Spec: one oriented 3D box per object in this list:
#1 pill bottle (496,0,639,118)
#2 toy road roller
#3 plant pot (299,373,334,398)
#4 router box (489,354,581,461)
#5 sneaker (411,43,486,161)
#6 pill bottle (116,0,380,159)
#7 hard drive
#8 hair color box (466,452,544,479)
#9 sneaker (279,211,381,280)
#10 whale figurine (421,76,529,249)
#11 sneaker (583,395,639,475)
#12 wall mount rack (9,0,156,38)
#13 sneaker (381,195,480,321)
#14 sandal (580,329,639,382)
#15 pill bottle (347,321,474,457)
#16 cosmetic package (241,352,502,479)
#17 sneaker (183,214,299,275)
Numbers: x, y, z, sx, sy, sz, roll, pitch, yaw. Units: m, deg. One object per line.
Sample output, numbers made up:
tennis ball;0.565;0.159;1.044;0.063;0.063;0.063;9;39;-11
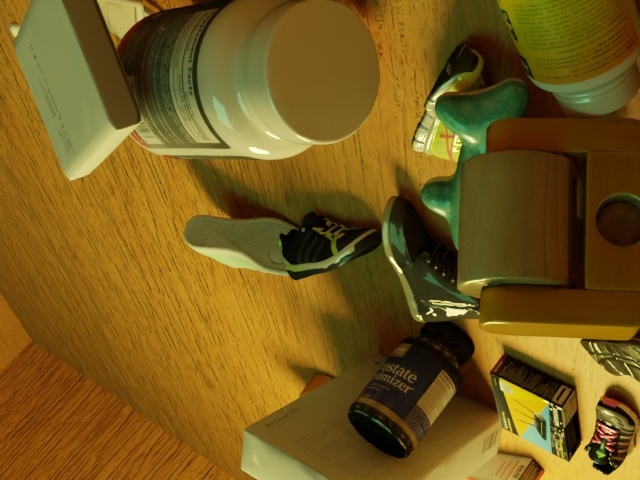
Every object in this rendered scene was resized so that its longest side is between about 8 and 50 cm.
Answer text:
pill bottle;0.230;-0.221;1.060;0.117;0.117;0.215;14;145;46
toy road roller;0.306;0.008;1.161;0.330;0.202;0.240;2;166;7
plant pot;0.010;0.424;2.436;0.205;0.188;0.205;33;156;17
router box;0.349;0.273;1.838;0.133;0.046;0.179;25;152;32
sneaker;0.173;-0.153;1.332;0.094;0.081;0.208;28;161;7
pill bottle;-0.103;-0.208;1.469;0.363;0.210;0.210;6;139;52
hard drive;-0.347;-0.227;1.585;0.233;0.047;0.353;68;157;-1
hair color box;0.340;0.434;2.105;0.043;0.072;0.141;49;156;-18
sneaker;0.000;0.000;1.836;0.235;0.084;0.097;-20;94;51
whale figurine;0.215;-0.055;1.283;0.216;0.141;0.272;-9;136;20
sneaker;0.437;0.301;1.720;0.063;0.075;0.170;26;152;31
wall mount rack;-0.373;-0.364;1.700;0.350;0.130;0.304;35;156;11
sneaker;0.173;0.025;1.656;0.118;0.083;0.222;-1;129;31
sandal;0.423;0.148;1.505;0.090;0.060;0.219;51;170;-9
pill bottle;0.153;0.234;1.848;0.123;0.219;0.122;32;155;17
cosmetic package;0.095;0.346;1.953;0.284;0.377;0.097;26;122;33
sneaker;-0.101;0.013;2.035;0.256;0.094;0.151;13;173;21
